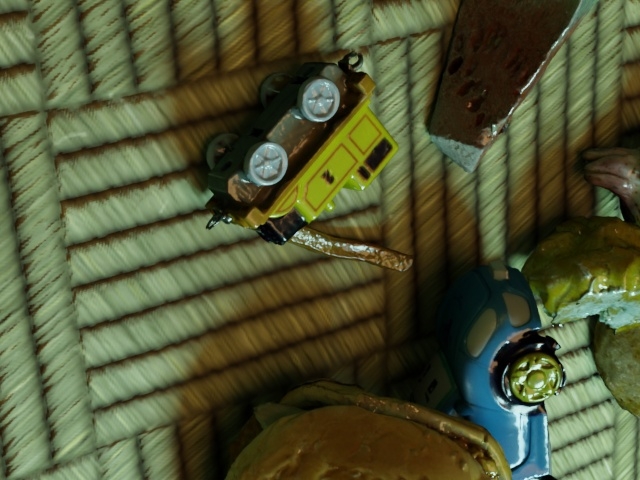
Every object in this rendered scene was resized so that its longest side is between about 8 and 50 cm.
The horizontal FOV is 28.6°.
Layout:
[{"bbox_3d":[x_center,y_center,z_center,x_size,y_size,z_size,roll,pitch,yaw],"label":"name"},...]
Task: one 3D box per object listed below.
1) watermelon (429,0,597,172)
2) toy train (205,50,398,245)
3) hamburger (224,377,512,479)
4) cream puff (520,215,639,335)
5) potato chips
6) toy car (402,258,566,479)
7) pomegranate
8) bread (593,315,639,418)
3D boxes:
[{"bbox_3d":[0.186,-0.176,1.243,0.094,0.154,0.241,14,111,-36],"label":"watermelon"},{"bbox_3d":[-0.017,-0.076,1.149,0.219,0.089,0.127,-51,119,-14],"label":"toy train"},{"bbox_3d":[0.040,0.271,1.218,0.144,0.283,0.259,-52,149,-60],"label":"hamburger"},{"bbox_3d":[0.297,0.029,1.368,0.156,0.156,0.121,-2,136,-33],"label":"cream puff"},{"bbox_3d":[0.000,0.000,1.233,0.204,0.037,0.026,17,87,-31],"label":"potato chips"},{"bbox_3d":[0.165,0.174,1.320,0.166,0.198,0.314,-6,110,-4],"label":"toy car"},{"bbox_3d":[0.376,-0.060,1.398,0.163,0.125,0.138,-7,142,-23],"label":"pomegranate"},{"bbox_3d":[0.438,0.118,1.505,0.230,0.123,0.230,-10,109,-30],"label":"bread"}]
